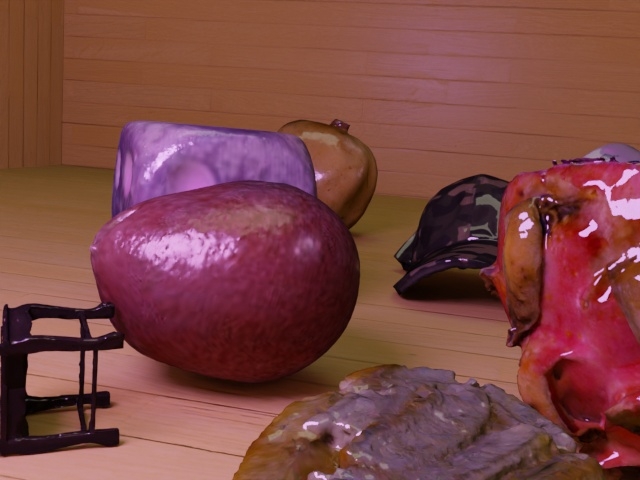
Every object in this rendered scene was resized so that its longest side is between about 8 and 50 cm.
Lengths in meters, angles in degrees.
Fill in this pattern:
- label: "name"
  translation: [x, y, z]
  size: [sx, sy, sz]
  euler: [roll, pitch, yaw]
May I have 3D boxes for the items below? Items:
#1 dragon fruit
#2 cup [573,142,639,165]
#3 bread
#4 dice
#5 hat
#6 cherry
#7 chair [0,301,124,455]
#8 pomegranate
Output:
- label: "dragon fruit"
  translation: [0.278, 0.082, 0.630]
  size: [0.296, 0.263, 0.314]
  euler: [7, -4, 22]
- label: "cup"
  translation: [0.528, 0.015, 1.117]
  size: [0.212, 0.212, 0.317]
  euler: [-1, 32, -31]
- label: "bread"
  translation: [0.053, 0.165, 0.423]
  size: [0.185, 0.124, 0.257]
  euler: [11, 13, 36]
- label: "dice"
  translation: [-0.170, -0.039, 1.122]
  size: [0.270, 0.271, 0.270]
  euler: [1, 9, -22]
- label: "hat"
  translation: [0.278, -0.021, 1.329]
  size: [0.366, 0.258, 0.381]
  euler: [-7, -12, 20]
- label: "cherry"
  translation: [-0.098, 0.042, 0.790]
  size: [0.307, 0.221, 0.261]
  euler: [7, -9, -37]
- label: "chair"
  translation: [-0.286, 0.117, 0.615]
  size: [0.229, 0.106, 0.113]
  euler: [1, 10, -24]
- label: "pomegranate"
  translation: [-0.020, -0.164, 1.875]
  size: [0.332, 0.333, 0.332]
  euler: [4, 9, -1]
